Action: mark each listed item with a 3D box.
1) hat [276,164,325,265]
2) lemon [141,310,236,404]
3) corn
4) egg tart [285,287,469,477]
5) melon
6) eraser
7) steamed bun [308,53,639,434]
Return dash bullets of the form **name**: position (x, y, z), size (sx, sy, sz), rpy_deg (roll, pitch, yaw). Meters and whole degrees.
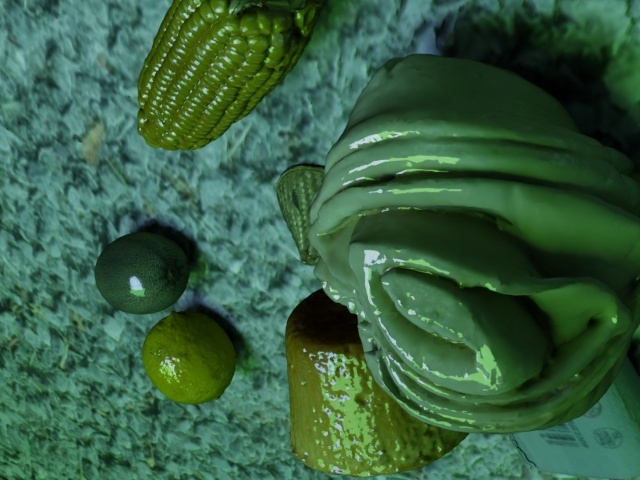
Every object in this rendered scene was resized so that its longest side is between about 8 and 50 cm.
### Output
- **hat**: position (0.000, 0.000, 1.350), size (0.146, 0.067, 0.146), rpy_deg (26, 146, 19)
- **lemon**: position (-0.157, 0.144, 1.646), size (0.109, 0.109, 0.133), rpy_deg (-2, 124, 46)
- **corn**: position (-0.087, -0.165, 1.191), size (0.119, 0.119, 0.322), rpy_deg (40, 152, -3)
- **egg tart**: position (0.052, 0.125, 1.365), size (0.203, 0.202, 0.147), rpy_deg (8, 123, 39)
- **melon**: position (-0.208, 0.038, 1.572), size (0.131, 0.098, 0.098), rpy_deg (4, 135, 49)
- **eraser**: position (0.210, 0.118, 1.282), size (0.174, 0.081, 0.227), rpy_deg (0, 133, 49)
- **steamed bun**: position (0.134, 0.008, 1.048), size (0.276, 0.289, 0.203), rpy_deg (5, -172, -9)
